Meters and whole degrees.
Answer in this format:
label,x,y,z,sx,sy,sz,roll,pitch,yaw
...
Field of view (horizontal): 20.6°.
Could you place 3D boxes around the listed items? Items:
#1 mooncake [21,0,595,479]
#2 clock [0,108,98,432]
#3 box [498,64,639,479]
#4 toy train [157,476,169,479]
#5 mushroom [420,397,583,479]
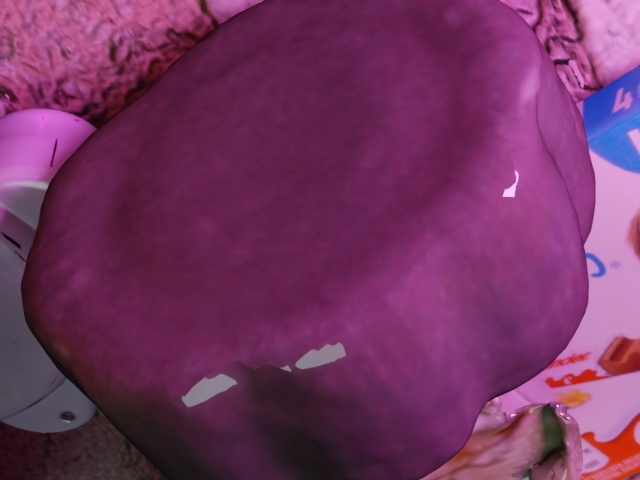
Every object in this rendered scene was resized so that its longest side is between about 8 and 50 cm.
label,x,y,z,sx,sy,sz,roll,pitch,yaw
mooncake,0.000,0.000,0.932,0.306,0.306,0.154,-14,137,21
clock,-0.291,0.009,1.096,0.322,0.113,0.295,7,135,-1
box,0.193,0.032,1.096,0.265,0.048,0.273,37,129,-26
toy train,-0.050,0.249,1.264,0.203,0.163,0.112,38,133,-25
mushroom,0.052,0.146,1.135,0.247,0.130,0.344,-21,139,16
